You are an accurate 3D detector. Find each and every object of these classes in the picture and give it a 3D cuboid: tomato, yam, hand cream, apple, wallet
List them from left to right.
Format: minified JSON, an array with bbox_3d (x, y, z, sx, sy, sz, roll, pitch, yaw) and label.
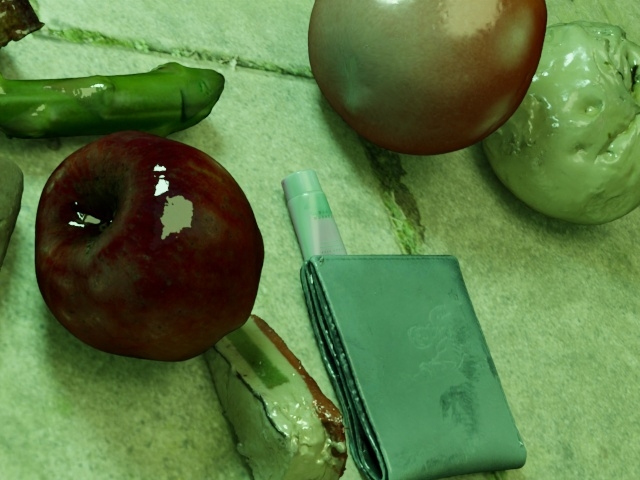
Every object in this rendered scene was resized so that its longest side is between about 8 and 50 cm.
[{"bbox_3d":[-0.329,-0.023,1.018,0.084,0.084,0.127,25,46,-24],"label":"yam"},{"bbox_3d":[-0.163,0.011,1.045,0.234,0.234,0.234,23,47,-27],"label":"apple"},{"bbox_3d":[0.000,0.000,1.320,0.076,0.047,0.174,-7,74,-41],"label":"hand cream"},{"bbox_3d":[0.116,0.149,1.285,0.251,0.054,0.290,3,59,-40],"label":"wallet"},{"bbox_3d":[0.133,-0.269,1.442,0.321,0.321,0.321,23,47,-27],"label":"tomato"}]

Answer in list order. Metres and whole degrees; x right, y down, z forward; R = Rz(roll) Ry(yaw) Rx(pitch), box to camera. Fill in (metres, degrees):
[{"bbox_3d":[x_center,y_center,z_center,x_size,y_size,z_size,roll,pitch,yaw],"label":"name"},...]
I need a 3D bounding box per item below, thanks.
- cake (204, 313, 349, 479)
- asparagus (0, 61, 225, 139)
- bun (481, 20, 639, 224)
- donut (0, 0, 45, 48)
[{"bbox_3d":[-0.046,0.153,1.102,0.086,0.117,0.220,-3,63,-35],"label":"cake"},{"bbox_3d":[-0.250,-0.151,1.186,0.343,0.085,0.082,-15,67,-45],"label":"asparagus"},{"bbox_3d":[0.412,-0.189,1.681,0.326,0.234,0.362,50,47,-6],"label":"bun"},{"bbox_3d":[-0.396,-0.284,1.129,0.126,0.144,0.186,-38,114,-29],"label":"donut"}]
